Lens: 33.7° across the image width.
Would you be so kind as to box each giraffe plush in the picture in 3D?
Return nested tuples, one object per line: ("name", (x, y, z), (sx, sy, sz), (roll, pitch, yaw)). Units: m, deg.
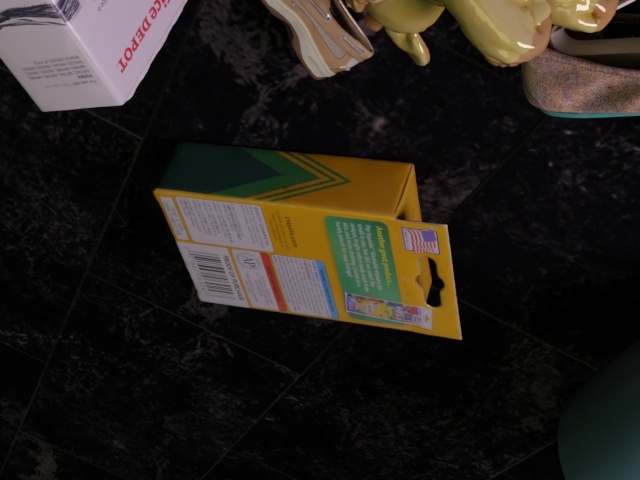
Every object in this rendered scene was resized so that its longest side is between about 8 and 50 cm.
("giraffe plush", (0.093, -0.208, 0.796), (0.210, 0.181, 0.170), (-7, 180, -22))

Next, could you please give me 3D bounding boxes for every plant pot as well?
("plant pot", (0.422, 0.185, 1.047), (0.293, 0.293, 0.235), (25, 129, -5))

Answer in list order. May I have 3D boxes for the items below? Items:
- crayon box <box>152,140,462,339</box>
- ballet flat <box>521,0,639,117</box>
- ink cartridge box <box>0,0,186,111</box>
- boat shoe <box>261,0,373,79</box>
("crayon box", (0.000, 0.000, 1.169), (0.323, 0.083, 0.203), (8, 142, 19))
("ballet flat", (0.284, -0.143, 0.794), (0.316, 0.107, 0.106), (5, 131, 38))
("ink cartridge box", (-0.224, -0.249, 0.878), (0.100, 0.172, 0.237), (-2, 139, 29))
("boat shoe", (-0.008, -0.221, 0.911), (0.072, 0.068, 0.190), (-13, 144, 21))
